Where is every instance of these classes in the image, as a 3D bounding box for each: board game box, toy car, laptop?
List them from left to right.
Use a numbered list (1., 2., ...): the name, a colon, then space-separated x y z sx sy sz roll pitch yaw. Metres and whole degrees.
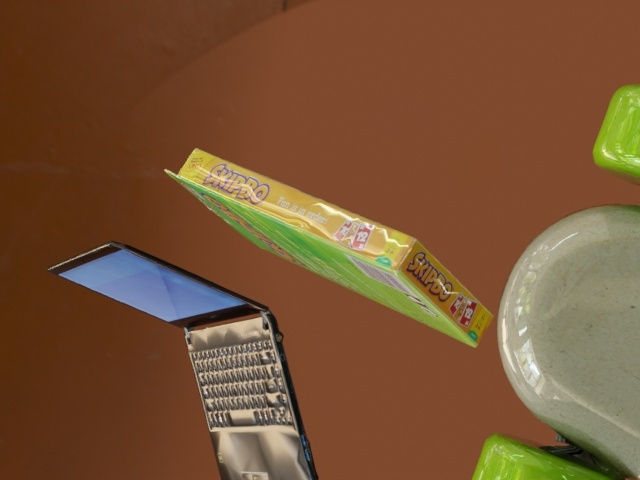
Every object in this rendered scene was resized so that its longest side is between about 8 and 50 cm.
1. laptop: -0.134 0.126 1.425 0.137 0.234 0.264 -14 89 -25
2. board game box: 0.000 0.000 1.128 0.259 0.124 0.039 20 75 41
3. toy car: 0.141 0.043 0.568 0.149 0.188 0.155 21 90 8
